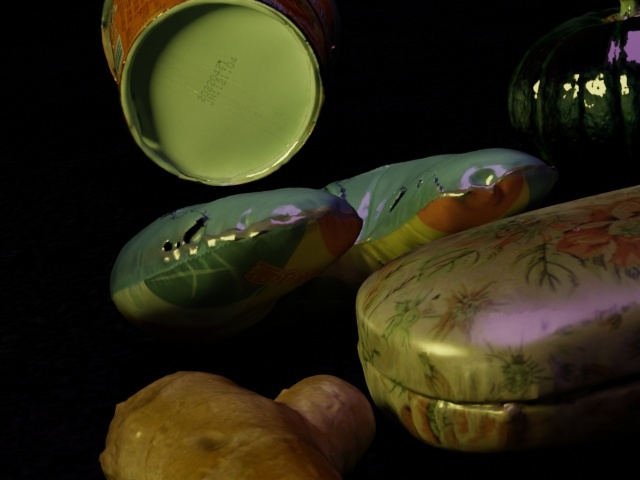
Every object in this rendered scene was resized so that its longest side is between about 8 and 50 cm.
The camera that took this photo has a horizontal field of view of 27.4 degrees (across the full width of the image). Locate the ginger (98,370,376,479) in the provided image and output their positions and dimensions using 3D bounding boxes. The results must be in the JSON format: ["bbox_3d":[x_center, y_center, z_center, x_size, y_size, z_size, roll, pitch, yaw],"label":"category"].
[{"bbox_3d":[-0.015,0.116,0.451,0.118,0.065,0.299,-9,19,-8],"label":"ginger"}]

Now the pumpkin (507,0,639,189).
[{"bbox_3d":[0.240,-0.116,0.991,0.202,0.140,0.202,-12,16,4],"label":"pumpkin"}]

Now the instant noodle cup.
[{"bbox_3d":[-0.089,-0.163,1.185,0.230,0.230,0.182,-7,25,-1],"label":"instant noodle cup"}]

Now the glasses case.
[{"bbox_3d":[0.224,0.012,0.634,0.425,0.098,0.156,-12,16,-13],"label":"glasses case"}]

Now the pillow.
[{"bbox_3d":[0.000,0.000,0.716,0.233,0.086,0.214,-10,-10,-25],"label":"pillow"}]
